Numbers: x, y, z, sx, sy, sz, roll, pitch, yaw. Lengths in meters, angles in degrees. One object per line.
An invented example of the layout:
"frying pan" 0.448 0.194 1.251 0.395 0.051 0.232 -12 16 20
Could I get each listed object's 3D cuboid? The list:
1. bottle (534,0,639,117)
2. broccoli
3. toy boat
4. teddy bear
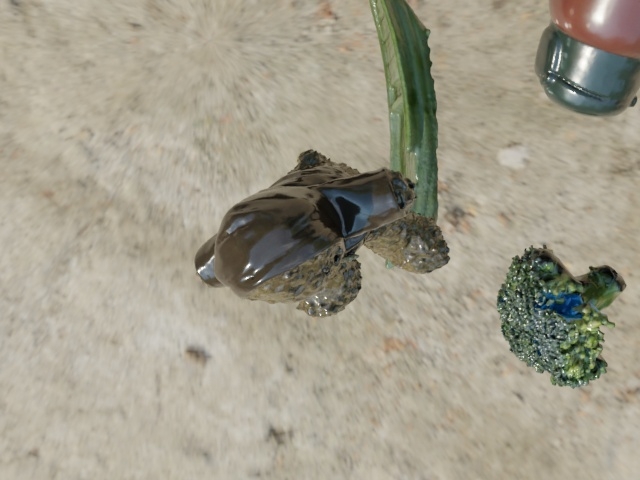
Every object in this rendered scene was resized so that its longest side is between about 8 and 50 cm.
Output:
"bottle" 0.307 -0.278 1.432 0.144 0.144 0.336 14 117 -6
"broccoli" 0.282 0.079 1.712 0.160 0.154 0.167 -35 78 -10
"toy boat" 0.083 -0.120 1.471 0.055 0.093 0.293 -3 84 -7
"teddy bear" -0.002 -0.008 0.737 0.119 0.160 0.078 -21 81 20
